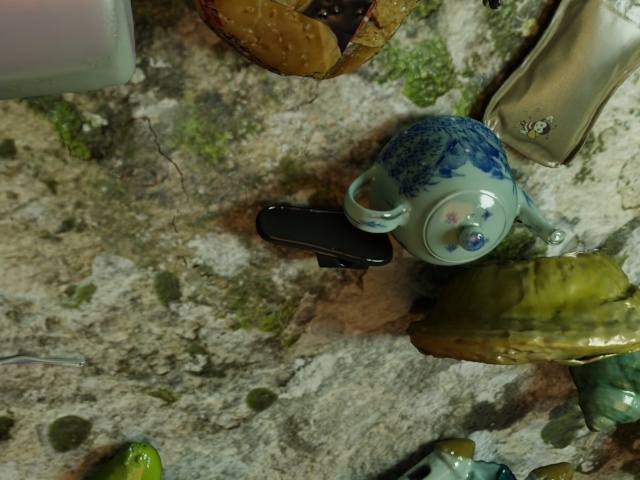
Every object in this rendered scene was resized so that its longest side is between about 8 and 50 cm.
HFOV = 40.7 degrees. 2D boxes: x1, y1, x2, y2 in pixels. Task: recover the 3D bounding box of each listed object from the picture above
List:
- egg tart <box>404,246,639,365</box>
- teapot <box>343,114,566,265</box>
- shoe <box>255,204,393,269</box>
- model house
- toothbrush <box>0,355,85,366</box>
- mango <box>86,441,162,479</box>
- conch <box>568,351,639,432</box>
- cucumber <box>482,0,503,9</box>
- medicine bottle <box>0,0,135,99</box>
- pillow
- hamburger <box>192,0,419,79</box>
[{"bbox_3d":[0.236,0.073,0.968,0.290,0.290,0.115,-4,87,-12],"label":"egg tart"},{"bbox_3d":[0.134,-0.037,0.901,0.232,0.159,0.159,3,121,-15],"label":"teapot"},{"bbox_3d":[0.000,0.000,0.950,0.159,0.062,0.053,12,145,-20],"label":"shoe"},{"bbox_3d":[0.221,0.382,1.162,0.291,0.253,0.184,-39,138,-8],"label":"model house"},{"bbox_3d":[-0.334,0.138,0.979,0.131,0.013,0.011,5,131,-18],"label":"toothbrush"},{"bbox_3d":[-0.254,0.321,1.081,0.091,0.074,0.165,20,115,-23],"label":"mango"},{"bbox_3d":[0.414,0.167,1.122,0.188,0.122,0.176,-26,138,7],"label":"conch"},{"bbox_3d":[0.147,-0.315,0.778,0.069,0.069,0.227,-18,129,-2],"label":"cucumber"},{"bbox_3d":[-0.343,-0.199,0.633,0.388,0.219,0.219,-9,124,-8],"label":"medicine bottle"},{"bbox_3d":[0.268,-0.183,0.909,0.130,0.033,0.217,27,114,-20],"label":"pillow"},{"bbox_3d":[-0.011,-0.253,0.755,0.231,0.107,0.231,-8,131,-9],"label":"hamburger"}]
